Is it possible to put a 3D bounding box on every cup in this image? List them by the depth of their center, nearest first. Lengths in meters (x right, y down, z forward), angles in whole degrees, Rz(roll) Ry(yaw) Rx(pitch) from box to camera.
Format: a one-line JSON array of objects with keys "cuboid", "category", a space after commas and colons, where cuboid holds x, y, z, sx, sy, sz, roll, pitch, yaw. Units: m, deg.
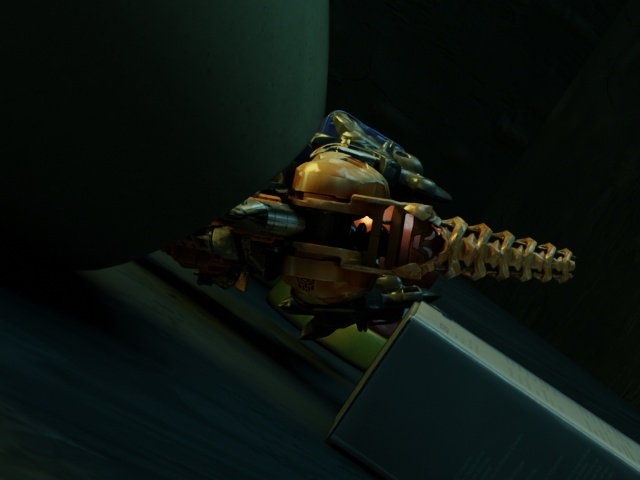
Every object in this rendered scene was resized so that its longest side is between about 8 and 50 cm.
[{"cuboid": [-0.126, -0.125, 0.877, 0.237, 0.331, 0.331, 60, -5, -20], "category": "cup"}]

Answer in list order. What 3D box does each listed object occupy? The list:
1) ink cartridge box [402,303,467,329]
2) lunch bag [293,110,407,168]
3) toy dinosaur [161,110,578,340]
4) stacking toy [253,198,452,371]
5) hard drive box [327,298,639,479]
[{"cuboid": [0.125, 0.108, 1.652, 0.122, 0.052, 0.088, 35, 4, 28], "category": "ink cartridge box"}, {"cuboid": [0.022, -0.062, 1.461, 0.098, 0.067, 0.065, 32, -21, -21], "category": "lunch bag"}, {"cuboid": [0.000, 0.000, 1.154, 0.322, 0.164, 0.218, 31, 5, 14], "category": "toy dinosaur"}, {"cuboid": [-0.051, -0.039, 1.419, 0.309, 0.130, 0.279, 33, 4, -18], "category": "stacking toy"}, {"cuboid": [0.128, 0.137, 1.026, 0.232, 0.089, 0.181, 35, 4, 4], "category": "hard drive box"}]
